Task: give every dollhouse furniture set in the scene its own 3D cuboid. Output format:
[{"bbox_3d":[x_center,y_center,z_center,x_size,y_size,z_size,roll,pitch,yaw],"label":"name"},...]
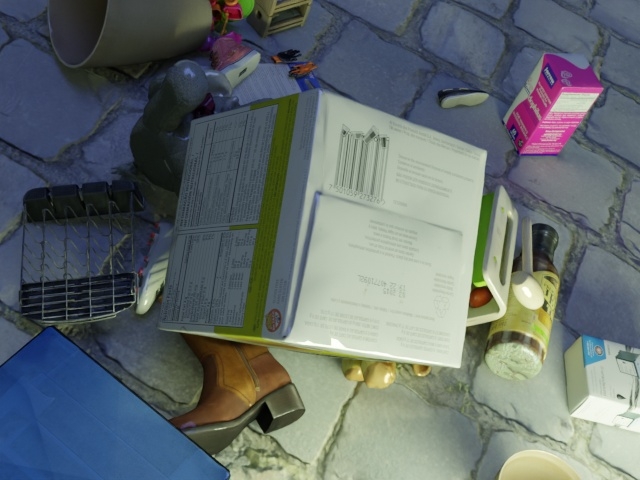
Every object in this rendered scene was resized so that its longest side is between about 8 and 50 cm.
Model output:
[{"bbox_3d":[-0.122,-0.579,2.114,0.129,0.129,0.184,-26,66,-35],"label":"dollhouse furniture set"}]

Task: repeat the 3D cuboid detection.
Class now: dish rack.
[{"bbox_3d":[-0.394,0.020,1.541,0.208,0.074,0.272,-7,59,-3],"label":"dish rack"}]

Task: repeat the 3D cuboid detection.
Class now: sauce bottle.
[{"bbox_3d":[0.395,0.104,1.779,0.111,0.111,0.344,24,50,-1],"label":"sauce bottle"}]

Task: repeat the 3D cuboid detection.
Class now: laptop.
[{"bbox_3d":[-0.394,0.297,1.199,0.382,0.408,0.236,34,93,19],"label":"laptop"}]

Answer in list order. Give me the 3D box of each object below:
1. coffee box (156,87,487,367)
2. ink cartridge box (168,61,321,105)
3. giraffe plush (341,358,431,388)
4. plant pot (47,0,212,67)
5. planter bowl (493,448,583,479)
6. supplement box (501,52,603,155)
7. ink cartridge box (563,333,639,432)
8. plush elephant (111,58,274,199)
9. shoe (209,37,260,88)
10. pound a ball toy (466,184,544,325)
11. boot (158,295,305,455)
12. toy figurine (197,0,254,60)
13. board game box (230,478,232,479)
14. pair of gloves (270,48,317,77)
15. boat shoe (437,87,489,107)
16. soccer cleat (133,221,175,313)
[{"bbox_3d":[0.000,0.000,1.407,0.337,0.334,0.338,15,78,-37],"label":"coffee box"},{"bbox_3d":[-0.140,-0.281,1.914,0.311,0.065,0.186,-10,55,-25],"label":"ink cartridge box"},{"bbox_3d":[0.135,0.166,1.622,0.170,0.181,0.210,12,13,-26],"label":"giraffe plush"},{"bbox_3d":[-0.363,-0.460,1.872,0.274,0.256,0.256,-1,52,-41],"label":"plant pot"},{"bbox_3d":[0.336,0.432,1.495,0.162,0.109,0.162,11,50,-13],"label":"planter bowl"},{"bbox_3d":[0.511,-0.299,2.074,0.114,0.220,0.111,-2,54,-23],"label":"supplement box"},{"bbox_3d":[0.558,0.269,1.731,0.190,0.082,0.140,14,49,-9],"label":"ink cartridge box"},{"bbox_3d":[-0.194,-0.188,1.674,0.255,0.330,0.272,-36,105,-39],"label":"plush elephant"},{"bbox_3d":[-0.197,-0.350,1.873,0.081,0.063,0.178,31,42,9],"label":"shoe"},{"bbox_3d":[0.326,0.039,1.734,0.136,0.208,0.319,57,32,-29],"label":"pound a ball toy"},{"bbox_3d":[-0.188,0.191,1.496,0.264,0.096,0.280,-16,59,-30],"label":"boot"},{"bbox_3d":[-0.230,-0.452,1.998,0.173,0.130,0.159,-3,61,4],"label":"toy figurine"},{"bbox_3d":[-0.136,0.543,1.263,0.390,0.050,0.390,38,50,11],"label":"board game box"},{"bbox_3d":[-0.056,-0.375,1.979,0.074,0.010,0.083,-28,61,-35],"label":"pair of gloves"},{"bbox_3d":[0.327,-0.333,2.150,0.125,0.046,0.038,-12,62,-19],"label":"boat shoe"},{"bbox_3d":[-0.270,0.047,1.600,0.076,0.068,0.196,22,47,-12],"label":"soccer cleat"}]
